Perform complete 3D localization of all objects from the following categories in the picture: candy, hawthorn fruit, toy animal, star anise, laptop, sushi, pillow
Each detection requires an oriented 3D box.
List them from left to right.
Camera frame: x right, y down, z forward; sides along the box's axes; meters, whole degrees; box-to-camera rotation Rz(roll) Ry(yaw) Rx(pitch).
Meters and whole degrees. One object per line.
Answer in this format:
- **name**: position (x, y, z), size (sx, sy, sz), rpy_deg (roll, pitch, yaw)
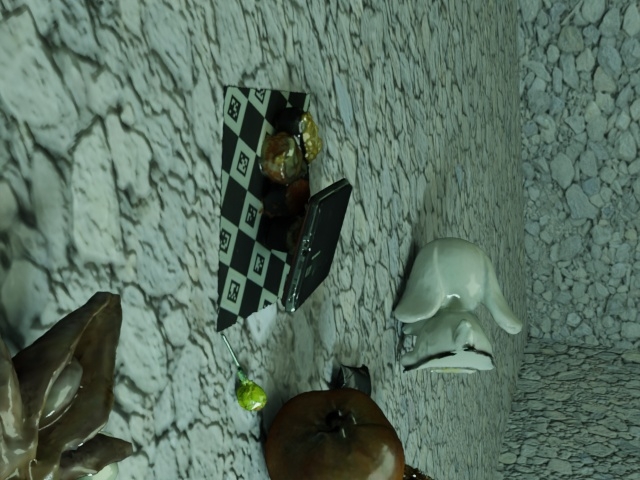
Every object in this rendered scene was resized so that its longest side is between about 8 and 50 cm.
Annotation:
- **star anise**: position (-0.233, 0.170, 0.552), size (0.350, 0.109, 0.292), rpy_deg (5, 95, -59)
- **candy**: position (-0.098, 0.161, 0.974), size (0.035, 0.035, 0.122), rpy_deg (-27, 120, -16)
- **sushi**: position (-0.044, -0.048, 1.025), size (0.264, 0.050, 0.289), rpy_deg (-18, 113, -65)
- **laptop**: position (0.000, 0.000, 1.054), size (0.207, 0.026, 0.153), rpy_deg (-42, 149, -74)
- **hawthorn fruit**: position (0.015, 0.328, 1.097), size (0.199, 0.200, 0.251), rpy_deg (-57, 158, -49)
- **pillow**: position (0.054, 0.254, 1.336), size (0.150, 0.048, 0.090), rpy_deg (26, 79, -70)
- **toy animal**: position (0.261, 0.137, 1.622), size (0.289, 0.249, 0.174), rpy_deg (65, -24, 18)

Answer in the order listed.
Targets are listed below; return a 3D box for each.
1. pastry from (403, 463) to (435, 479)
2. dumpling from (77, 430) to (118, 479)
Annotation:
- **pastry**: position (0.077, 0.468, 1.296), size (0.275, 0.193, 0.274), rpy_deg (-16, 114, -39)
- **dumpling**: position (-0.209, 0.201, 0.702), size (0.077, 0.043, 0.059), rpy_deg (-55, 129, -23)
